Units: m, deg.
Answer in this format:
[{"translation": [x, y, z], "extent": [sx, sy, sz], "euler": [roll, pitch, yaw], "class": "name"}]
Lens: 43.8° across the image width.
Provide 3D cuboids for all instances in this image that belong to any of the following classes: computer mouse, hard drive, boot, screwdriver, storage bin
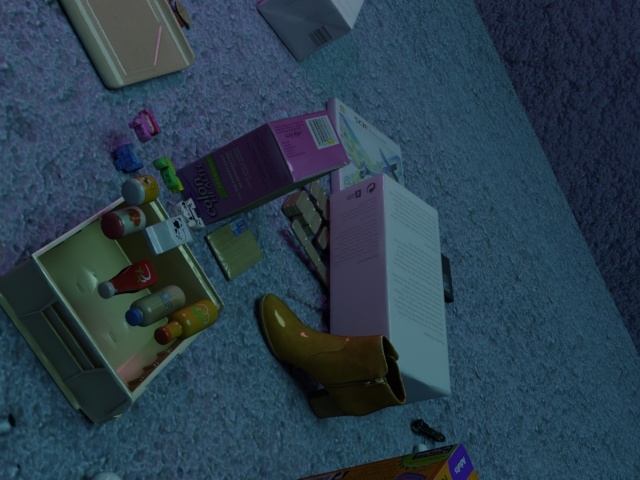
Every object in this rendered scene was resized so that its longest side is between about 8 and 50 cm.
[{"translation": [0.244, 0.500, 1.805], "extent": [0.106, 0.042, 0.193], "euler": [46, 38, -31], "class": "computer mouse"}, {"translation": [0.332, 0.095, 2.197], "extent": [0.094, 0.022, 0.135], "euler": [31, 47, -42], "class": "hard drive"}, {"translation": [0.029, 0.203, 1.520], "extent": [0.295, 0.211, 0.104], "euler": [61, 32, -9], "class": "boot"}, {"translation": [-0.012, 0.140, 1.677], "extent": [0.170, 0.024, 0.025], "euler": [24, 81, -43], "class": "screwdriver"}, {"translation": [-0.303, 0.091, 1.190], "extent": [0.260, 0.123, 0.262], "euler": [59, 33, -12], "class": "storage bin"}]

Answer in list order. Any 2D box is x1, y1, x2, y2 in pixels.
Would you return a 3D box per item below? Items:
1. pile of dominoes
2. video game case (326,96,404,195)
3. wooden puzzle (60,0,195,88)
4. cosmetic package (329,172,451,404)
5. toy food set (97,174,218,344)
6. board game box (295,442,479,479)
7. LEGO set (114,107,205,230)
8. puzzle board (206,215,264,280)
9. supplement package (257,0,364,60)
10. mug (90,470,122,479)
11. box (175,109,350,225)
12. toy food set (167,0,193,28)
[{"translation": [0.000, 0.000, 1.786], "extent": [0.251, 0.040, 0.196], "euler": [60, 32, -26], "class": "pile of dominoes"}, {"translation": [0.127, -0.167, 2.050], "extent": [0.300, 0.036, 0.328], "euler": [29, 49, -44], "class": "video game case"}, {"translation": [-0.363, -0.402, 1.487], "extent": [0.239, 0.044, 0.220], "euler": [-37, 102, -52], "class": "wooden puzzle"}, {"translation": [0.149, 0.110, 1.746], "extent": [0.230, 0.162, 0.453], "euler": [30, 50, -42], "class": "cosmetic package"}, {"translation": [-0.244, 0.033, 1.093], "extent": [0.104, 0.111, 0.232], "euler": [-27, 96, -58], "class": "toy food set"}, {"translation": [0.079, 0.582, 1.223], "extent": [0.356, 0.357, 0.356], "euler": [-27, 94, -57], "class": "board game box"}, {"translation": [-0.295, -0.102, 1.349], "extent": [0.227, 0.087, 0.093], "euler": [65, 17, -4], "class": "LEGO set"}, {"translation": [-0.165, 0.014, 1.541], "extent": [0.096, 0.011, 0.128], "euler": [62, 32, -6], "class": "puzzle board"}, {"translation": [-0.006, -0.626, 2.008], "extent": [0.175, 0.178, 0.293], "euler": [48, 38, -26], "class": "supplement package"}, {"translation": [-0.303, 0.360, 1.100], "extent": [0.062, 0.078, 0.064], "euler": [20, 37, -8], "class": "mug"}, {"translation": [-0.108, -0.137, 1.500], "extent": [0.214, 0.243, 0.117], "euler": [-26, 92, -57], "class": "box"}, {"translation": [-0.312, -0.482, 1.627], "extent": [0.122, 0.019, 0.078], "euler": [64, 32, -19], "class": "toy food set"}]
